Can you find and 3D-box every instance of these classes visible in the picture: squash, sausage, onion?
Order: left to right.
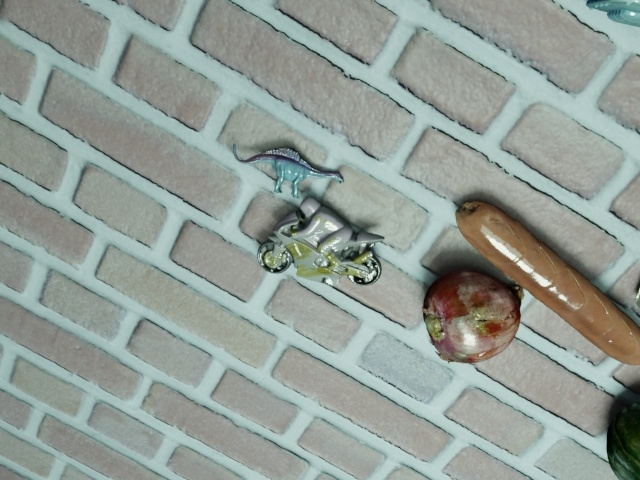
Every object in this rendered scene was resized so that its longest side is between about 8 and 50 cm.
[{"bbox_3d":[0.271,0.119,0.886,0.195,0.159,0.159,-17,111,-15],"label":"onion"},{"bbox_3d":[0.399,0.079,0.869,0.433,0.088,0.088,37,113,-6],"label":"sausage"},{"bbox_3d":[0.610,0.364,0.901,0.218,0.172,0.218,-8,137,-7],"label":"squash"}]

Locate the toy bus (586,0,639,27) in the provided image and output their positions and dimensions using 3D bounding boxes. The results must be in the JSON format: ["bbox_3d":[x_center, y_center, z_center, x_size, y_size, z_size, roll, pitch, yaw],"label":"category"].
[{"bbox_3d":[0.526,-0.343,0.639,0.313,0.152,0.190,14,113,4],"label":"toy bus"}]

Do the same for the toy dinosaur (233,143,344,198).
[{"bbox_3d":[-0.057,-0.118,0.892,0.198,0.045,0.080,16,101,-4],"label":"toy dinosaur"}]

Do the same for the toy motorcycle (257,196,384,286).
[{"bbox_3d":[0.000,0.000,0.915,0.225,0.073,0.152,8,110,8],"label":"toy motorcycle"}]

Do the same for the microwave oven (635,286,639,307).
[{"bbox_3d":[0.706,0.109,0.693,0.395,0.333,0.247,12,110,6],"label":"microwave oven"}]
